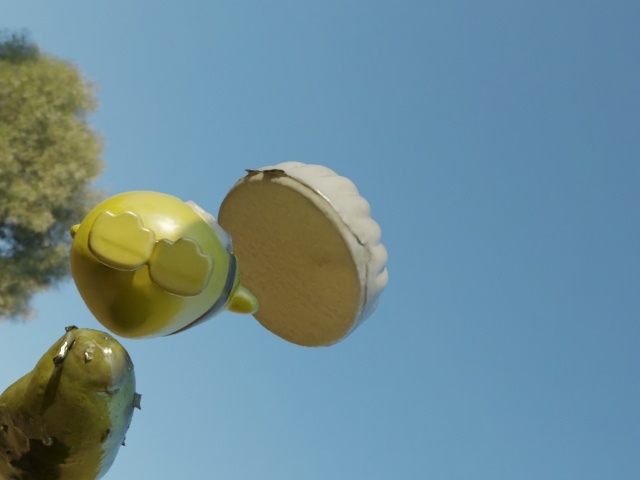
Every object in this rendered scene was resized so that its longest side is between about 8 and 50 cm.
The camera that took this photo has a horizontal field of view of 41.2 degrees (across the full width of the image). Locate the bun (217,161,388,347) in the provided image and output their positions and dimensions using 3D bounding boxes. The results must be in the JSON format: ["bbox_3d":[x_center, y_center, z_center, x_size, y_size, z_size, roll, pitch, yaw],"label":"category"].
[{"bbox_3d":[0.000,0.000,1.185,0.263,0.175,0.263,19,-57,33],"label":"bun"}]

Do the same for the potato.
[{"bbox_3d":[-0.227,0.158,0.753,0.117,0.090,0.225,35,-52,-6],"label":"potato"}]

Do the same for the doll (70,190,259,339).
[{"bbox_3d":[-0.159,0.033,0.862,0.199,0.145,0.363,28,-7,-5],"label":"doll"}]
